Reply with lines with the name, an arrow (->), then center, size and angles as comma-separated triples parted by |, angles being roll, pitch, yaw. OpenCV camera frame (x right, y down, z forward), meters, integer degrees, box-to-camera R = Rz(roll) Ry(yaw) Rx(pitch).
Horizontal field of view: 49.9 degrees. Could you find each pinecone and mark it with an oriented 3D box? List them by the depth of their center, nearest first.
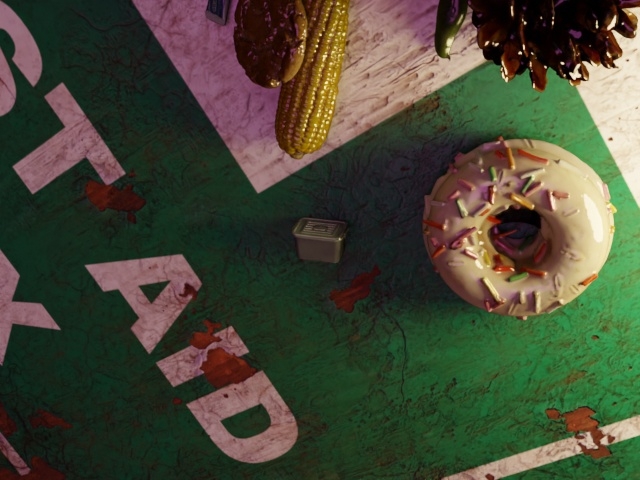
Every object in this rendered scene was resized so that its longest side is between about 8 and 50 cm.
pinecone -> 0.401, -0.399, 1.143 | 0.296, 0.242, 0.298 | -1, 106, 18

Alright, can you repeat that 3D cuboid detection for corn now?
corn -> -0.014, -0.332, 1.356 | 0.120, 0.120, 0.363 | 18, 117, 8

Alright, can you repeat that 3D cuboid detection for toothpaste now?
toothpaste -> -0.189, -0.531, 1.369 | 0.057, 0.035, 0.197 | 30, 119, 19

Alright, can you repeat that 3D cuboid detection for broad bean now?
broad bean -> 0.251, -0.481, 1.262 | 0.060, 0.043, 0.297 | 13, 115, 22

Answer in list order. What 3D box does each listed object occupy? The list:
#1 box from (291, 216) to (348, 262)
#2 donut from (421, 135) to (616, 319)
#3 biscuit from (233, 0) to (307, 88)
box -> 0.000, 0.000, 1.514 | 0.122, 0.084, 0.069 | 7, 121, 14
donut -> 0.388, -0.016, 1.365 | 0.383, 0.142, 0.382 | 5, 112, 13
biscuit -> -0.104, -0.404, 1.332 | 0.226, 0.042, 0.225 | 11, 104, 48
